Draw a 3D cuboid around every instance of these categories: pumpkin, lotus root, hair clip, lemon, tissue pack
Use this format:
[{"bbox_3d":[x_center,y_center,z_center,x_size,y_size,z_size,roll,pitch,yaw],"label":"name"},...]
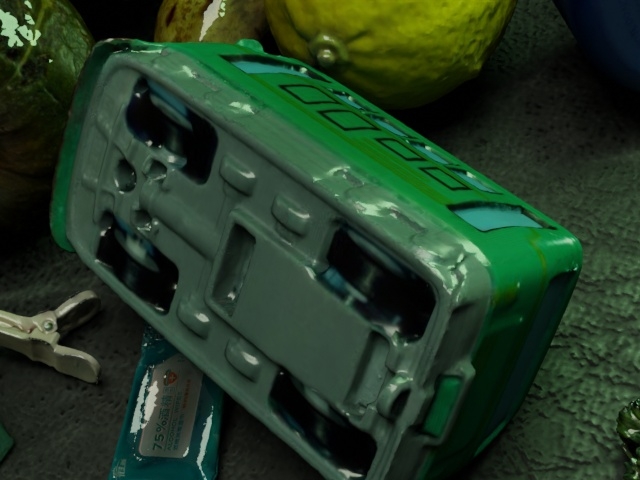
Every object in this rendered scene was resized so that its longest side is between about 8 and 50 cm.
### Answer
[{"bbox_3d":[-0.282,-0.097,0.997,0.260,0.260,0.189,-12,52,3],"label":"pumpkin"},{"bbox_3d":[-0.061,-0.214,1.125,0.097,0.110,0.258,44,61,-15],"label":"lotus root"},{"bbox_3d":[-0.269,0.058,0.981,0.225,0.034,0.072,7,53,-3],"label":"hair clip"},{"bbox_3d":[0.056,-0.198,1.030,0.192,0.192,0.231,18,51,23],"label":"lemon"},{"bbox_3d":[-0.100,0.122,0.939,0.085,0.028,0.138,2,60,17],"label":"tissue pack"}]

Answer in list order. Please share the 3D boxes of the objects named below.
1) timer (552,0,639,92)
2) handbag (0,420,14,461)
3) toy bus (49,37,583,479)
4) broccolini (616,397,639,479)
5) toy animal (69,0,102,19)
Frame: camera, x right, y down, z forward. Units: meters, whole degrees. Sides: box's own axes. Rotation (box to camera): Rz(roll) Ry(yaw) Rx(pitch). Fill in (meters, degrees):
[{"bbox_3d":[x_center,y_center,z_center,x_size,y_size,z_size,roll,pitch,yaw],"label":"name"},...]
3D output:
[{"bbox_3d":[0.243,-0.317,1.068,0.270,0.270,0.384,-23,42,-5],"label":"timer"},{"bbox_3d":[-0.352,0.140,0.835,0.100,0.269,0.274,15,59,32],"label":"handbag"},{"bbox_3d":[0.000,0.000,0.892,0.343,0.184,0.199,37,32,31],"label":"toy bus"},{"bbox_3d":[0.244,0.172,0.806,0.091,0.068,0.203,-9,52,-12],"label":"broccolini"},{"bbox_3d":[-0.209,-0.292,1.123,0.266,0.212,0.213,-20,48,30],"label":"toy animal"}]
